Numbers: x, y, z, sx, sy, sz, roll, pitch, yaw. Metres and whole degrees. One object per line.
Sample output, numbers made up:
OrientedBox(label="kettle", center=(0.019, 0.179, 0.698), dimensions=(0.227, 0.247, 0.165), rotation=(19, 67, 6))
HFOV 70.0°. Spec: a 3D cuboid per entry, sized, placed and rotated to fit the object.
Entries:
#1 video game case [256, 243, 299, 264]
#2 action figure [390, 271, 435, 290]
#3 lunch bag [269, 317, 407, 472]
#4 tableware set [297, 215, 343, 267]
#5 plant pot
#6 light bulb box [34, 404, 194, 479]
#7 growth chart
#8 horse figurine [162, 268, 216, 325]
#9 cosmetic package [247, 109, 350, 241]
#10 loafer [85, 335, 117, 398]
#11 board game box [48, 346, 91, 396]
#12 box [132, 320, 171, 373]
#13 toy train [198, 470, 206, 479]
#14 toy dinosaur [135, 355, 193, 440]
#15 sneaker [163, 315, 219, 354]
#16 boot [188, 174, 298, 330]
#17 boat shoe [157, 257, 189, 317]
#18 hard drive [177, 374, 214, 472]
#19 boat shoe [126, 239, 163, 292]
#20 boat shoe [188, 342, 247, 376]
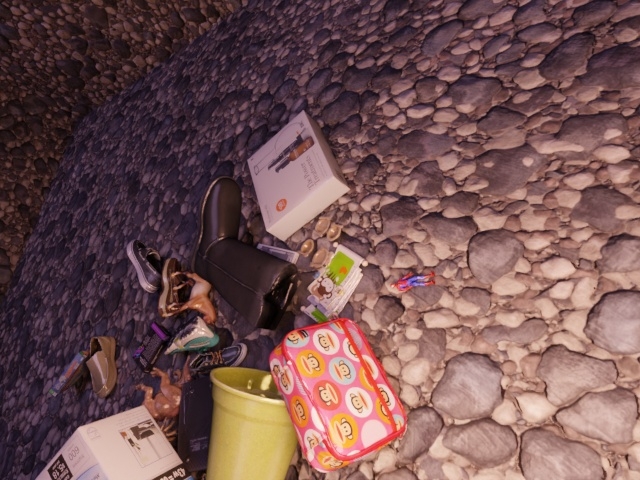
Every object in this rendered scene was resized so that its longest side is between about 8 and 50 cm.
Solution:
OrientedBox(label="video game case", center=(-0.169, 0.103, 1.466), dimensions=(0.190, 0.022, 0.173), rotation=(11, 74, 43))
OrientedBox(label="action figure", center=(0.225, 0.103, 1.132), dimensions=(0.115, 0.030, 0.038), rotation=(-18, 60, 34))
OrientedBox(label="lunch bag", center=(0.049, 0.322, 1.002), dimensions=(0.120, 0.258, 0.293), rotation=(-53, 55, 40))
OrientedBox(label="tableware set", center=(0.000, 0.000, 1.372), dimensions=(0.141, 0.020, 0.169), rotation=(26, 83, 54))
OrientedBox(label="plant pot", center=(-0.158, 0.467, 1.098), dimensions=(0.276, 0.276, 0.254), rotation=(9, 83, 43))
OrientedBox(label="light bulb box", center=(-0.530, 0.697, 1.166), dimensions=(0.361, 0.225, 0.358), rotation=(46, 104, 19))
OrientedBox(label="growth chart", center=(0.034, 0.125, 1.284), dimensions=(0.172, 0.021, 0.237), rotation=(21, 79, 46))
OrientedBox(label="horse figurine", center=(-0.443, 0.181, 1.595), dimensions=(0.174, 0.066, 0.263), rotation=(-7, 46, 4))
OrientedBox(label="cosmetic package", center=(-0.090, -0.226, 1.543), dimensions=(0.284, 0.097, 0.377), rotation=(-39, 47, 20))
OrientedBox(label="loafer", center=(-0.854, 0.483, 1.767), dimensions=(0.102, 0.092, 0.268), rotation=(-40, 46, 15))
OrientedBox(label="board game box", center=(-0.982, 0.518, 1.836), dimensions=(0.201, 0.035, 0.136), rotation=(-52, 0, 4))
OrientedBox(label="box", center=(-0.617, 0.388, 1.670), dimensions=(0.116, 0.029, 0.162), rotation=(25, 81, 46))
OrientedBox(label="toy train", center=(-0.332, 0.711, 1.240), dimensions=(0.036, 0.027, 0.158), rotation=(-1, 65, 36))
OrientedBox(label="toy dinosaur", center=(-0.472, 0.512, 1.419), dimensions=(0.295, 0.127, 0.200), rotation=(-44, 53, -13))
OrientedBox(label="sneaker", center=(-0.424, 0.333, 1.487), dimensions=(0.275, 0.110, 0.107), rotation=(-28, 31, 48))
OrientedBox(label="boot", center=(-0.233, 0.021, 1.407), dimensions=(0.445, 0.146, 0.367), rotation=(28, 108, 48))
OrientedBox(label="boat shoe", center=(-0.535, 0.172, 1.703), dimensions=(0.095, 0.095, 0.257), rotation=(-8, 52, 0))
OrientedBox(label="hard drive", center=(-0.336, 0.528, 1.325), dimensions=(0.172, 0.054, 0.255), rotation=(-23, 55, 24))
OrientedBox(label="boat shoe", center=(-0.705, 0.079, 1.872), dimensions=(0.102, 0.108, 0.301), rotation=(-46, 47, 9))
OrientedBox(label="boat shoe", center=(-0.313, 0.361, 1.390), dimensions=(0.183, 0.083, 0.065), rotation=(-34, 48, 20))
